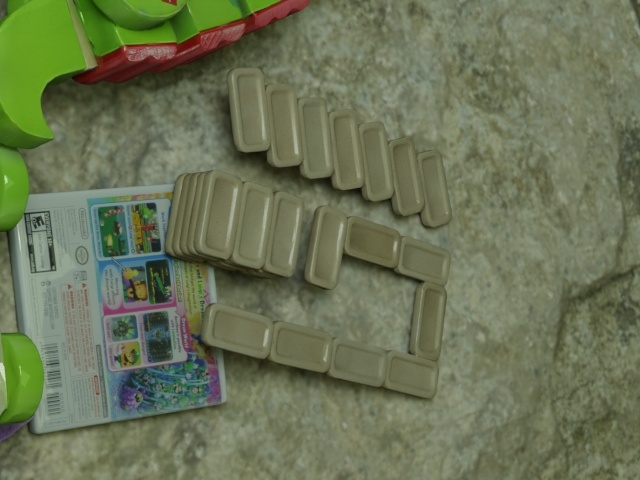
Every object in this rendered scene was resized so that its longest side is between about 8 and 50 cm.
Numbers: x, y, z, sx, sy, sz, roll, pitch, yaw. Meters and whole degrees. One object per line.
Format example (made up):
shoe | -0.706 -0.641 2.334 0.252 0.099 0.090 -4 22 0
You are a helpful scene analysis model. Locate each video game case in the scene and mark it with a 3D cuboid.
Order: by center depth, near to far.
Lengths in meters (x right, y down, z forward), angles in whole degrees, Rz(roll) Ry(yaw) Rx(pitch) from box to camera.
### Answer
video game case | -0.136 0.043 1.024 0.143 0.019 0.157 -6 89 -32

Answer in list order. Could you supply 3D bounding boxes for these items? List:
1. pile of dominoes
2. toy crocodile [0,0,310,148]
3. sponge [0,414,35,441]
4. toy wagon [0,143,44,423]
pile of dominoes | 0.000 0.000 1.102 0.251 0.040 0.195 19 75 -42
toy crocodile | -0.088 -0.157 0.984 0.341 0.115 0.105 -30 99 -45
sponge | -0.279 0.057 0.928 0.117 0.031 0.210 -39 107 -28
toy wagon | -0.284 0.064 0.838 0.267 0.068 0.344 1 80 -42
